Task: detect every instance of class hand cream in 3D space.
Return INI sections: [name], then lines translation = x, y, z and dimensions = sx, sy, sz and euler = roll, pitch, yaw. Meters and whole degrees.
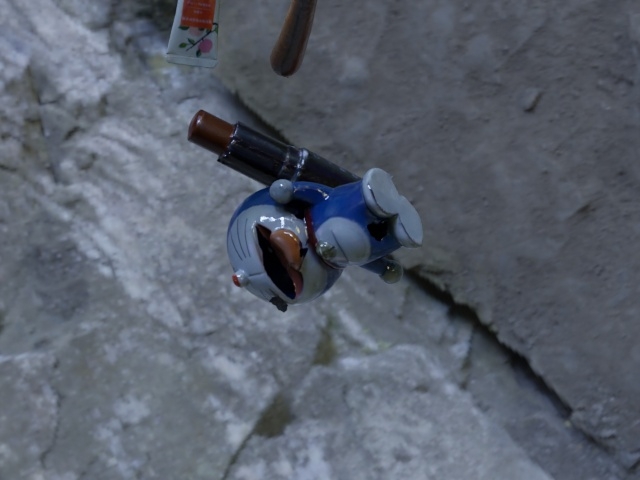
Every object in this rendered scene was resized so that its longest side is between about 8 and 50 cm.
[hand cream]
translation = -0.186, -0.383, 1.719
dimensions = 0.050, 0.080, 0.234
euler = 144, 133, -83

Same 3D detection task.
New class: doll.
[doll]
translation = 0.000, 0.000, 1.437
dimensions = 0.257, 0.161, 0.215
euler = -20, 120, 32

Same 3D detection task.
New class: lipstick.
[lipstick]
translation = -0.050, -0.099, 1.570
dimensions = 0.081, 0.299, 0.081
euler = -53, 23, 34

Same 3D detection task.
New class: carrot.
[carrot]
translation = -0.024, -0.245, 1.230
dimensions = 0.037, 0.037, 0.190
euler = 53, 153, 17
